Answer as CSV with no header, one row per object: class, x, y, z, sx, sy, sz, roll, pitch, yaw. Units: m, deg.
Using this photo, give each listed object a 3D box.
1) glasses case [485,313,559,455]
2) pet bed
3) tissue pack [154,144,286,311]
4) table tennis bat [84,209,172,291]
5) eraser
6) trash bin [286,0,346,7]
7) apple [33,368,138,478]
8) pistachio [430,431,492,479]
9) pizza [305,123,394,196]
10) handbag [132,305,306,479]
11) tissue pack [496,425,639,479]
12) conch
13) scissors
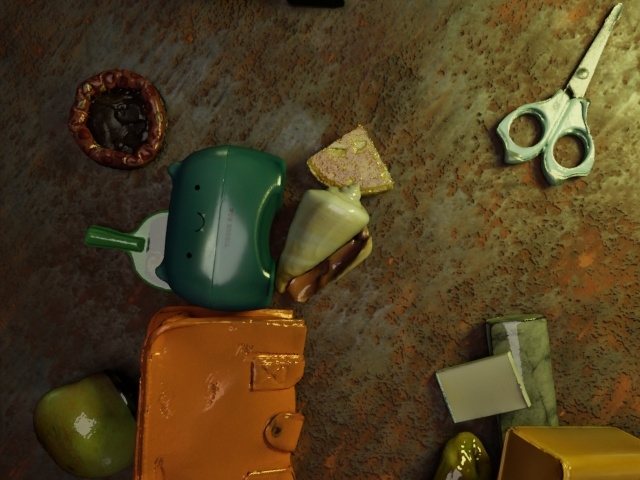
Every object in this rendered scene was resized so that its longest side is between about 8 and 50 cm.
glasses case,0.384,0.292,1.086,0.114,0.060,0.299,-8,92,4
pet bed,-0.390,-0.234,1.115,0.201,0.053,0.201,0,87,4
tissue pack,-0.173,-0.021,1.032,0.206,0.198,0.287,8,88,-4
table tennis bat,-0.333,0.012,1.129,0.257,0.039,0.160,10,90,0
eraser,0.299,0.273,1.071,0.150,0.023,0.104,-24,83,31
trash bin,-0.005,-0.511,1.081,0.116,0.059,0.130,3,91,2
apple,-0.428,0.350,1.085,0.207,0.174,0.188,-20,88,19
pistachio,0.260,0.457,1.078,0.110,0.100,0.189,25,91,6
pizza,0.065,-0.149,1.095,0.175,0.046,0.134,24,94,2
handbag,-0.180,0.331,1.046,0.303,0.116,0.410,4,93,-20
tissue pack,0.456,0.436,0.996,0.274,0.145,0.194,7,91,-25
conch,0.000,-0.008,1.084,0.158,0.127,0.255,32,119,-23
scissors,0.477,-0.283,1.077,0.191,0.029,0.360,28,93,3
